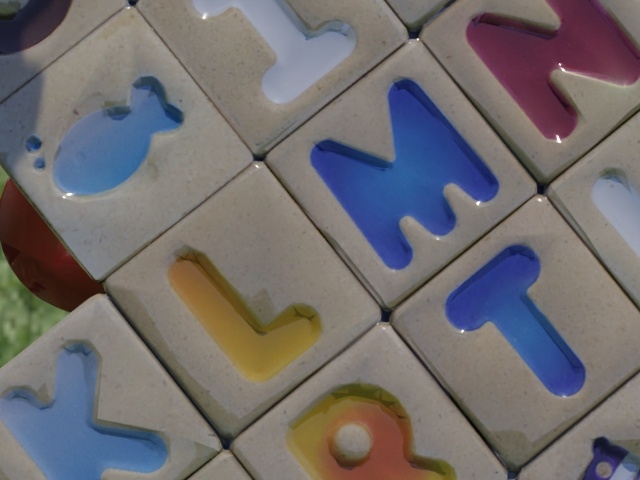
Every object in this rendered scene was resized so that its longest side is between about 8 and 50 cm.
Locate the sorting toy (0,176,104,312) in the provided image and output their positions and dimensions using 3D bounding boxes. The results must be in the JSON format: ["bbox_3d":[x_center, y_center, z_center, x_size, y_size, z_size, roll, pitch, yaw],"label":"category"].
[{"bbox_3d":[-0.044,0.114,0.512,0.132,0.274,0.046,-24,12,14],"label":"sorting toy"}]

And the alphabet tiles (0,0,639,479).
[{"bbox_3d":[0.000,0.000,0.383,0.198,0.237,0.009,51,-4,2],"label":"alphabet tiles"}]
